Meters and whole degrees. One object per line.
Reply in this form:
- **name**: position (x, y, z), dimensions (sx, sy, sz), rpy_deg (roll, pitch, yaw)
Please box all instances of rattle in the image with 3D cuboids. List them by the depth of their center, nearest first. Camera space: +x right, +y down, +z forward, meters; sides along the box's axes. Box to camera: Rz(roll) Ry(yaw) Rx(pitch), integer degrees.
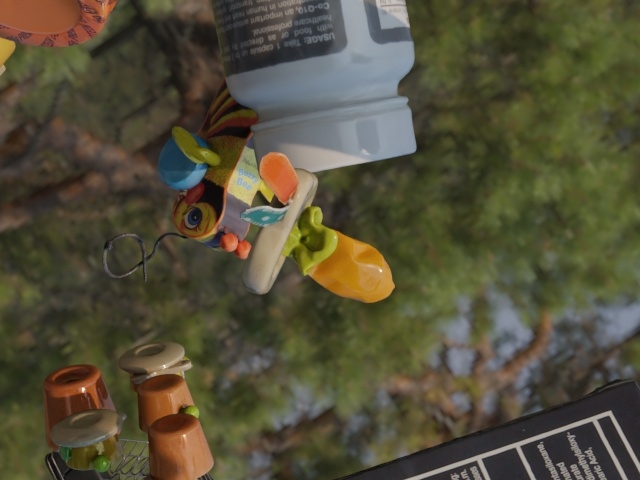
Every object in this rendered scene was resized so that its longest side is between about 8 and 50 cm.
- **rattle**: position (0.000, 0.000, 1.431), dimensions (0.130, 0.143, 0.200), rpy_deg (-45, 171, -24)

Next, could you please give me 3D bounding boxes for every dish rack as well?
- **dish rack**: position (-0.239, 0.367, 2.240), dimensions (0.074, 0.208, 0.271), rpy_deg (-47, 147, 20)

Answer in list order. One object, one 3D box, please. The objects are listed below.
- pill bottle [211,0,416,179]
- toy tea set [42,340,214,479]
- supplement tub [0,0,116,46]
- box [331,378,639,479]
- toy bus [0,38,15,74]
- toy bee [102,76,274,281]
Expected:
- **pill bottle**: position (-0.014, -0.255, 1.660), dimensions (0.204, 0.361, 0.204), rpy_deg (-10, -177, 1)
- **toy tea set**: position (-0.230, 0.240, 1.909), dimensions (0.200, 0.124, 0.336), rpy_deg (-13, -161, -10)
- **supplement tub**: position (-0.197, -0.337, 1.263), dimensions (0.207, 0.207, 0.338), rpy_deg (-31, -143, 57)
- **box**: position (0.105, 0.283, 0.943), dimensions (0.294, 0.296, 0.183), rpy_deg (-16, 147, -12)
- **toy bus**: position (-0.404, -0.228, 1.800), dimensions (0.202, 0.104, 0.191), rpy_deg (-31, -148, -4)
- **toy bee**: position (-0.113, -0.053, 1.877), dimensions (0.195, 0.162, 0.298), rpy_deg (-1, 117, -43)
